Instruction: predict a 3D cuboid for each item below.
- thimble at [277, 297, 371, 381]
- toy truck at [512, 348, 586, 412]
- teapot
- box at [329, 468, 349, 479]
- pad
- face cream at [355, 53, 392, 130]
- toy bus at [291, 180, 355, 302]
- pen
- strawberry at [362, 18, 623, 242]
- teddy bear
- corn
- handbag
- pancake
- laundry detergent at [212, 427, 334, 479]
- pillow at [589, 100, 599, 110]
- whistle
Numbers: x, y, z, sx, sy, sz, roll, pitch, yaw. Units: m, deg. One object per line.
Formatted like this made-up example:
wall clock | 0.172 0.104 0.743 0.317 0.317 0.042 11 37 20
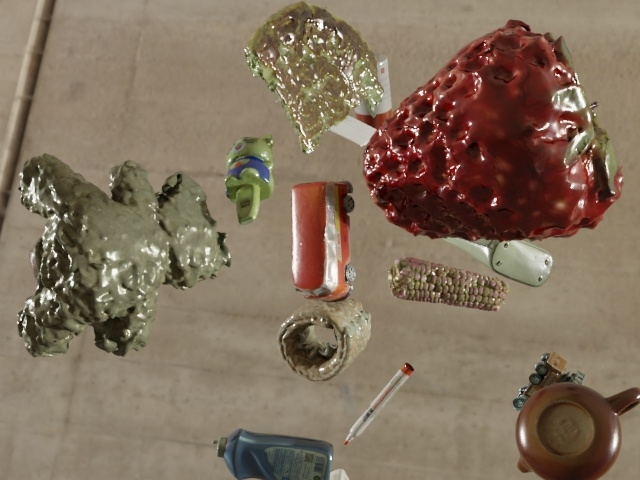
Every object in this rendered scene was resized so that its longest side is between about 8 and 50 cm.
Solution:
thimble | 0.011 0.242 2.387 0.196 0.148 0.229 42 -54 8
toy truck | 0.576 0.379 2.379 0.115 0.177 0.080 34 29 11
teapot | 0.449 0.328 1.626 0.252 0.178 0.135 -31 -26 4
box | 0.047 0.494 1.573 0.032 0.122 0.220 -23 18 12
pad | 0.022 -0.278 2.122 0.232 0.004 0.156 29 25 13
face cream | 0.132 -0.356 2.371 0.096 0.096 0.214 2 -61 19
toy bus | 0.000 0.000 1.325 0.079 0.174 0.077 -3 -6 32
pen | 0.115 0.338 1.919 0.026 0.218 0.026 36 12 -9
strawberry | 0.223 -0.119 1.325 0.345 0.295 0.317 -25 -45 17
teddy bear | -0.338 0.025 1.662 0.368 0.357 0.224 0 -5 -43
corn | 0.353 0.123 2.610 0.335 0.126 0.126 9 -16 -1
handbag | 0.450 0.036 2.481 0.241 0.109 0.315 23 -3 -24
pancake | -0.005 -0.372 2.045 0.067 0.304 0.427 -7 19 37
laundry detergent | -0.084 0.370 1.588 0.206 0.096 0.061 12 24 -1
pillow | 0.436 -0.167 1.678 0.118 0.043 0.185 -19 -42 -37
whistle | -0.136 -0.118 1.760 0.105 0.227 0.085 -20 -47 20
